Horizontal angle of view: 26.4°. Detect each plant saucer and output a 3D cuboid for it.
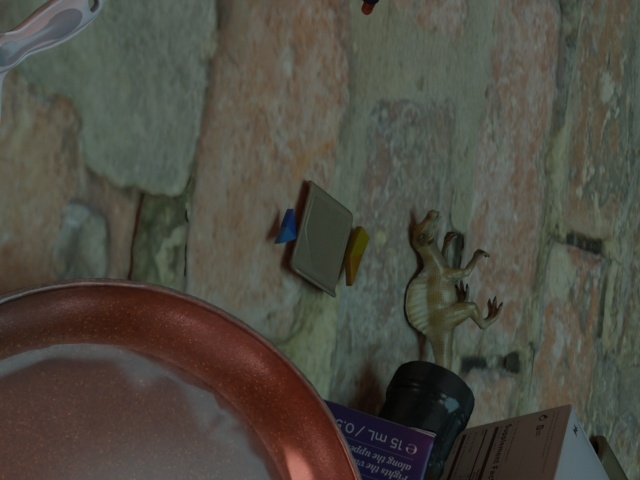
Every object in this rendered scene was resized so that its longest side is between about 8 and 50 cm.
[{"bbox_3d":[-0.117,0.176,0.716,0.310,0.050,0.311,6,76,-27],"label":"plant saucer"}]

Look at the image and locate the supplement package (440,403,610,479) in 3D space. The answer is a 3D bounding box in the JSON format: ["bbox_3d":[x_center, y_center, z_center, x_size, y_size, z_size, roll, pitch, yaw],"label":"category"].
[{"bbox_3d":[0.185,0.311,1.142,0.262,0.145,0.204,60,31,-19],"label":"supplement package"}]

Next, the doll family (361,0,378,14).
[{"bbox_3d":[-0.003,-0.228,0.894,0.193,0.111,0.076,47,56,-50],"label":"doll family"}]

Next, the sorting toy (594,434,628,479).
[{"bbox_3d":[0.347,0.396,1.601,0.307,0.041,0.229,54,50,-46],"label":"sorting toy"}]

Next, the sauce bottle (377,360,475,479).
[{"bbox_3d":[0.024,0.240,1.004,0.344,0.111,0.111,-58,139,-34],"label":"sauce bottle"}]

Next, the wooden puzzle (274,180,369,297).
[{"bbox_3d":[0.000,0.000,1.025,0.116,0.014,0.078,45,53,-51],"label":"wooden puzzle"}]

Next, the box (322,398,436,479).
[{"bbox_3d":[-0.033,0.201,0.844,0.108,0.153,0.207,108,-1,-70],"label":"box"}]

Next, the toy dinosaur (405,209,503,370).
[{"bbox_3d":[0.108,0.060,1.185,0.092,0.053,0.183,-14,99,-40],"label":"toy dinosaur"}]

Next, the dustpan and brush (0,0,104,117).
[{"bbox_3d":[-0.189,-0.078,0.670,0.211,0.060,0.147,-47,132,-44],"label":"dustpan and brush"}]
